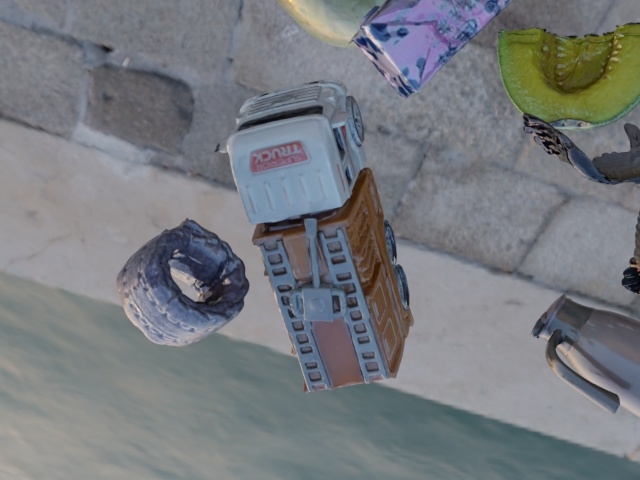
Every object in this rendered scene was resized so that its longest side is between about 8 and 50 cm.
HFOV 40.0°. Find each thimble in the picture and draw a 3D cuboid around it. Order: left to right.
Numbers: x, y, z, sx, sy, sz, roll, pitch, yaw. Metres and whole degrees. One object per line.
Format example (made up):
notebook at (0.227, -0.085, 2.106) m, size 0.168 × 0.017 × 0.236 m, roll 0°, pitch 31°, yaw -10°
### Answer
thimble at (-0.172, 0.056, 1.115) m, size 0.150 × 0.150 × 0.097 m, roll 33°, pitch 135°, yaw -23°

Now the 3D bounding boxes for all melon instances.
melon at (0.422, -0.250, 1.432) m, size 0.265 × 0.169 × 0.129 m, roll 5°, pitch 171°, yaw 24°

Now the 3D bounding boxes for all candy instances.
candy at (0.113, -0.226, 0.869) m, size 0.092 × 0.160 × 0.073 m, roll 46°, pitch 172°, yaw -7°

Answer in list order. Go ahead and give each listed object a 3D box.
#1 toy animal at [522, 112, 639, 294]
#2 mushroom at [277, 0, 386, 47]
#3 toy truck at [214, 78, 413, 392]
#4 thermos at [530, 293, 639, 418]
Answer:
toy animal at (0.364, -0.077, 0.974) m, size 0.272 × 0.160 × 0.197 m, roll 40°, pitch 167°, yaw -19°
mushroom at (0.061, -0.511, 1.512) m, size 0.352 × 0.260 × 0.352 m, roll 7°, pitch 105°, yaw 27°
toy truck at (0.000, 0.000, 1.162) m, size 0.173 × 0.207 × 0.388 m, roll -12°, pitch 112°, yaw 14°
thermos at (0.348, 0.144, 1.055) m, size 0.193 × 0.137 × 0.105 m, roll 33°, pitch 136°, yaw 17°
